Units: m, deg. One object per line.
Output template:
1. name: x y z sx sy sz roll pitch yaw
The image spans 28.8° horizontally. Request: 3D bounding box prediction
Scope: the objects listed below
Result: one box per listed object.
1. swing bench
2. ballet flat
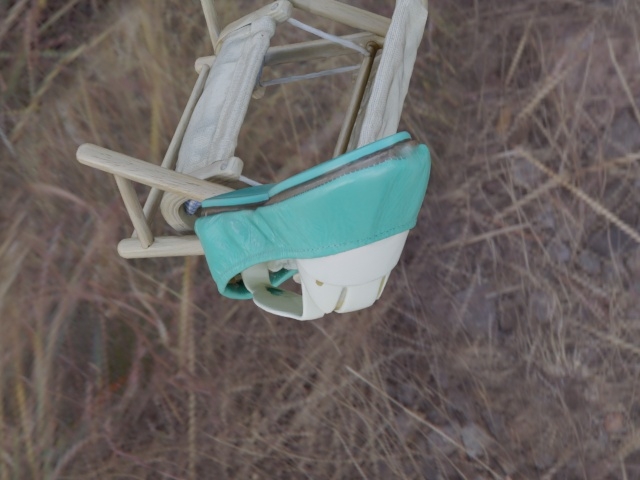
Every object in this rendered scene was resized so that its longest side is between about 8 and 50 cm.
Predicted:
1. swing bench: -0.044 -0.111 1.126 0.254 0.165 0.253 8 57 14
2. ballet flat: 0.000 0.000 0.704 0.083 0.247 0.087 -18 92 -25
